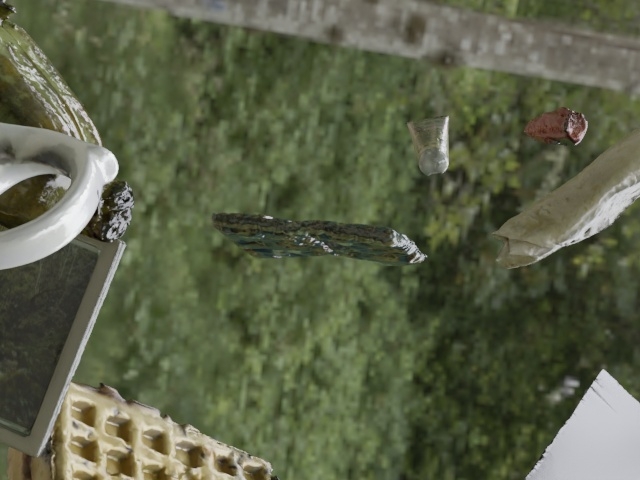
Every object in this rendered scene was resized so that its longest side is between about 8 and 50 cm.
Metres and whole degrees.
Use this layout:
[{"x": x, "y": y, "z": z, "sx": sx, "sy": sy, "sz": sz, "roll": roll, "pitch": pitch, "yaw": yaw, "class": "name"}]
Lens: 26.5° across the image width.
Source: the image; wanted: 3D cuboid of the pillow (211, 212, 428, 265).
[{"x": -0.001, "y": 0.000, "z": 1.747, "sx": 0.189, "sy": 0.255, "sz": 0.034, "roll": 32, "pitch": 62, "yaw": -71, "class": "pillow"}]

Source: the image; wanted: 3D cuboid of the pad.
[{"x": 0.304, "y": 0.238, "z": 1.276, "sx": 0.005, "sy": 0.202, "sz": 0.300, "roll": -50, "pitch": 171, "yaw": 27, "class": "pad"}]

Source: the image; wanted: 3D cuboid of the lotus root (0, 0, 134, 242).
[{"x": -0.302, "y": -0.107, "z": 1.308, "sx": 0.309, "sy": 0.173, "sz": 0.173, "roll": 50, "pitch": -31, "yaw": 16, "class": "lotus root"}]

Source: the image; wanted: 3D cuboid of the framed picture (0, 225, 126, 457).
[{"x": -0.383, "y": 0.054, "z": 1.391, "sx": 0.020, "sy": 0.324, "sz": 0.240, "roll": 31, "pitch": 82, "yaw": -76, "class": "framed picture"}]

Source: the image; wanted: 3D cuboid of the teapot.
[{"x": -0.263, "y": -0.046, "z": 0.807, "sx": 0.166, "sy": 0.299, "sz": 0.208, "roll": -46, "pitch": 147, "yaw": -48, "class": "teapot"}]

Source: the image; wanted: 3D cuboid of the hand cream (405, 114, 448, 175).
[{"x": 0.147, "y": -0.132, "z": 1.828, "sx": 0.143, "sy": 0.061, "sz": 0.039, "roll": -87, "pitch": 164, "yaw": -60, "class": "hand cream"}]

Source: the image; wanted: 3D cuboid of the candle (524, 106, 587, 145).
[{"x": 0.323, "y": -0.158, "z": 1.885, "sx": 0.053, "sy": 0.048, "sz": 0.162, "roll": 70, "pitch": -14, "yaw": -9, "class": "candle"}]

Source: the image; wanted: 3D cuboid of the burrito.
[{"x": 0.276, "y": -0.041, "z": 1.396, "sx": 0.060, "sy": 0.226, "sz": 0.087, "roll": 54, "pitch": -4, "yaw": 28, "class": "burrito"}]

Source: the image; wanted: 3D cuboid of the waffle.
[{"x": -0.207, "y": 0.342, "z": 1.697, "sx": 0.114, "sy": 0.376, "sz": 0.261, "roll": -44, "pitch": -144, "yaw": 24, "class": "waffle"}]
